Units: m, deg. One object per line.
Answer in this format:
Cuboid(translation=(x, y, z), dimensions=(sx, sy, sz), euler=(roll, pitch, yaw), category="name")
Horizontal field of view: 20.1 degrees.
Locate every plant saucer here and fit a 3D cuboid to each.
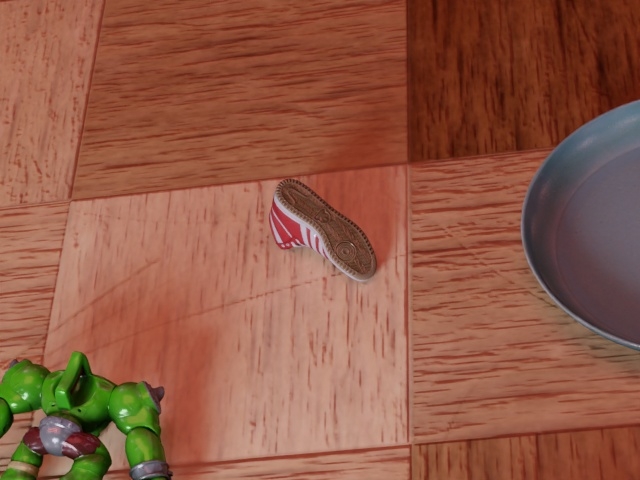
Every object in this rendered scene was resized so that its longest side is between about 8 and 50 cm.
Cuboid(translation=(0.334, -0.011, 1.563), dimensions=(0.317, 0.044, 0.318), euler=(-7, 46, 7), category="plant saucer")

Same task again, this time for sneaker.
Cuboid(translation=(0.000, 0.000, 1.643), dimensions=(0.118, 0.067, 0.042), euler=(45, 63, 8), category="sneaker")

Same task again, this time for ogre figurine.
Cuboid(translation=(-0.207, 0.162, 1.496), dimensions=(0.197, 0.097, 0.118), euler=(-1, 57, 29), category="ogre figurine")
